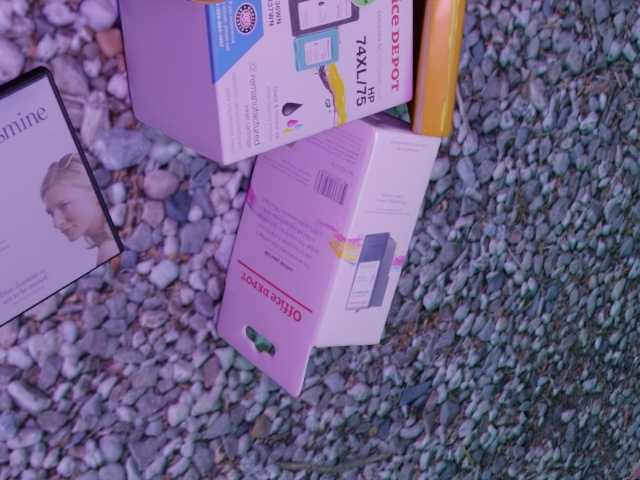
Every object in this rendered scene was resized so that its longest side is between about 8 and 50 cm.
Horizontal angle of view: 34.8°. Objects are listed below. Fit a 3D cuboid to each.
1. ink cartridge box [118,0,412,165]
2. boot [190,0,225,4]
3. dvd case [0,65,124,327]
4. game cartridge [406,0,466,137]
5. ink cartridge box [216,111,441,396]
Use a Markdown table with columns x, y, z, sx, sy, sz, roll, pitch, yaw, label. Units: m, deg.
| x | y | z | sx | sy | sz | roll | pitch | yaw | label |
| --- | --- | --- | --- | --- | --- | --- | --- | --- | --- |
| -0.058 | -0.237 | 1.146 | 0.270 | 0.197 | 0.198 | -23 | 125 | -32 | ink cartridge box |
| -0.111 | -0.320 | 1.008 | 0.236 | 0.269 | 0.089 | -38 | 131 | -21 | boot |
| -0.334 | -0.043 | 1.128 | 0.180 | 0.022 | 0.253 | -34 | 129 | -24 | dvd case |
| 0.146 | -0.318 | 1.250 | 0.053 | 0.285 | 0.323 | 6 | 112 | -1 | game cartridge |
| 0.000 | 0.000 | 1.308 | 0.119 | 0.207 | 0.353 | 2 | 111 | -42 | ink cartridge box |
